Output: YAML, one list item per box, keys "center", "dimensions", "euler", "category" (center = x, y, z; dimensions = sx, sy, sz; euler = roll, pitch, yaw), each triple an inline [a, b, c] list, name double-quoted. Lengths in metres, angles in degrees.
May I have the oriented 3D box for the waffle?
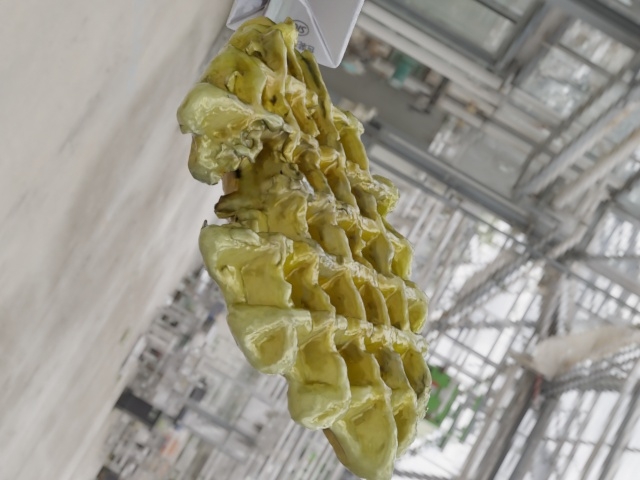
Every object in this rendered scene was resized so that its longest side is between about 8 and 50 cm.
- center: [-0.002, 0.001, 0.648]
  dimensions: [0.056, 0.250, 0.261]
  euler: [-22, -157, 18]
  category: "waffle"

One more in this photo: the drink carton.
- center: [0.015, -0.262, 0.859]
  dimensions: [0.134, 0.102, 0.222]
  euler: [-77, -172, -57]
  category: "drink carton"
